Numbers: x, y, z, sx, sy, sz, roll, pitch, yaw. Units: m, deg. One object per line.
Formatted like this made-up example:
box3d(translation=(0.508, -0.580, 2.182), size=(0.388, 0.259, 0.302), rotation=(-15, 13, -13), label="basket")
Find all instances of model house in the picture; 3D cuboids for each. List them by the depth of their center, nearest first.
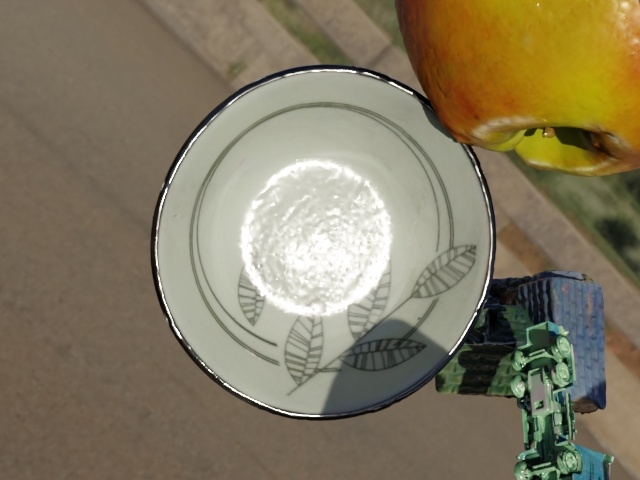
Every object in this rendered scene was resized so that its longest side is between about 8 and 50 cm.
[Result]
box3d(translation=(0.220, 0.111, 1.288), size=(0.172, 0.182, 0.167), rotation=(30, 59, -77), label="model house")

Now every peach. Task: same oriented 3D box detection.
box3d(translation=(0.232, -0.269, 0.992), size=(0.242, 0.306, 0.381), rotation=(21, 69, -38), label="peach")

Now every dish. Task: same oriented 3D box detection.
box3d(translation=(0.000, 0.000, 1.076), size=(0.316, 0.316, 0.106), rotation=(46, -3, -8), label="dish")

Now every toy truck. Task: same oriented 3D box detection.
box3d(translation=(0.230, 0.169, 1.122), size=(0.081, 0.067, 0.175), rotation=(22, 57, -37), label="toy truck")
